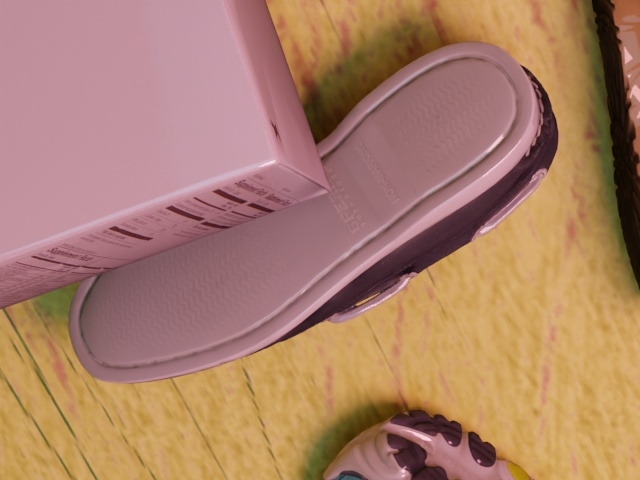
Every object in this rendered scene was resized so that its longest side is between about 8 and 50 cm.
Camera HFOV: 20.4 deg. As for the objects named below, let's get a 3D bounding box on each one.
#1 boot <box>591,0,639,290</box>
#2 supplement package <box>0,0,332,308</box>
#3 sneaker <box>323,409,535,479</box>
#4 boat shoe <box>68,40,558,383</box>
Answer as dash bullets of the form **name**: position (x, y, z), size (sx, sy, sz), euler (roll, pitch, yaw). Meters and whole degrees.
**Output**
- **boot**: position (0.301, -0.073, 0.998), size (0.270, 0.089, 0.236), euler (-10, 113, 1)
- **supplement package**: position (-0.158, -0.078, 0.889), size (0.263, 0.198, 0.199), euler (-19, 85, 6)
- **sneaker**: position (0.117, 0.211, 1.118), size (0.275, 0.107, 0.110), euler (39, 126, -11)
- **boat shoe**: position (0.000, 0.000, 1.010), size (0.302, 0.091, 0.114), euler (-26, 67, 14)
